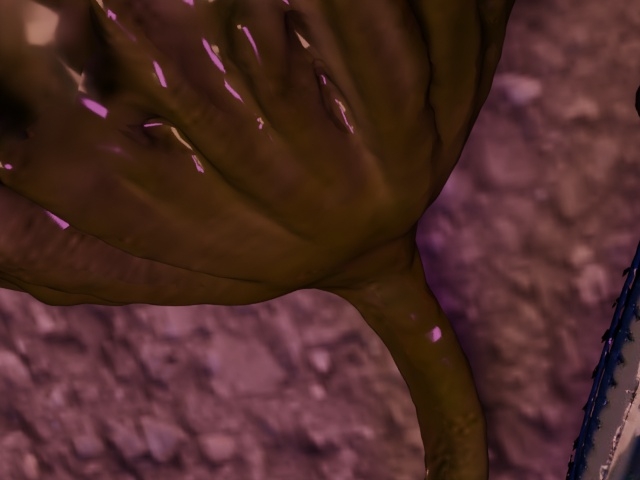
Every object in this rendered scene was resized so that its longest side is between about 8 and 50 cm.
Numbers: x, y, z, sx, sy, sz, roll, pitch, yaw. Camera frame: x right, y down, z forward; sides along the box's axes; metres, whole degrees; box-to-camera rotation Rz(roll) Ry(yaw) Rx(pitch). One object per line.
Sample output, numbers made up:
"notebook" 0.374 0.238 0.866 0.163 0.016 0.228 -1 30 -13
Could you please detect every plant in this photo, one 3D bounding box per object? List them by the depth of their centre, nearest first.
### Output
"plant" 0.001 -0.019 0.462 0.251 0.180 0.333 -27 133 18

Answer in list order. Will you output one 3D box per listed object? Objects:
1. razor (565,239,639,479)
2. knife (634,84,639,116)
"razor" 0.098 0.054 0.433 0.093 0.056 0.324 7 118 -25
"knife" 0.217 -0.075 0.392 0.245 0.019 0.072 -25 102 23
